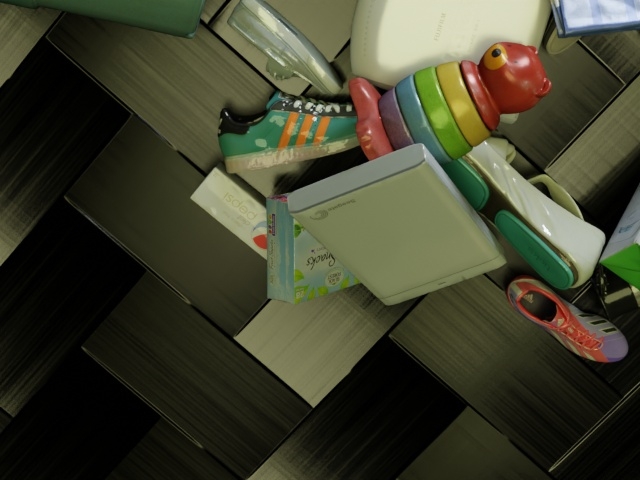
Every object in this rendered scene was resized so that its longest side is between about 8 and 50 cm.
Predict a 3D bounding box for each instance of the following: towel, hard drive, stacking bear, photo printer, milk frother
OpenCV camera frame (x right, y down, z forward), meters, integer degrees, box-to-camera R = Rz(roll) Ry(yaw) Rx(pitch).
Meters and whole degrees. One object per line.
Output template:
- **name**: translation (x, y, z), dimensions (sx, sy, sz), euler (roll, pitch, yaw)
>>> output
- **towel**: translation (0.447, -0.453, 1.786), dimensions (0.209, 0.034, 0.284), euler (-8, 71, -1)
- **hard drive**: translation (0.133, -0.014, 1.838), dimensions (0.233, 0.047, 0.353), euler (-21, 144, 20)
- **stacking bear**: translation (0.212, -0.214, 1.762), dimensions (0.289, 0.175, 0.164), euler (-24, 134, 17)
- **photo printer**: translation (0.208, -0.352, 1.861), dimensions (0.308, 0.107, 0.256), euler (16, 104, -1)
- **milk frother**: translation (0.531, 0.062, 1.925), dimensions (0.135, 0.143, 0.129), euler (-25, 95, 10)

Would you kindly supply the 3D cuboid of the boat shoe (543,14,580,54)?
- **boat shoe**: translation (0.424, -0.406, 1.871), dimensions (0.065, 0.075, 0.206), euler (44, 113, 36)

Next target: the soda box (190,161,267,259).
- **soda box**: translation (-0.118, -0.040, 1.975), dimensions (0.216, 0.069, 0.074), euler (39, 103, -7)

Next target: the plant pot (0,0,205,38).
- **plant pot**: translation (-0.322, -0.485, 1.764), dimensions (0.334, 0.341, 0.341), euler (15, 104, -9)

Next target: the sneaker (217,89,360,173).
- **sneaker**: translation (-0.028, -0.201, 1.911), dimensions (0.302, 0.108, 0.121), euler (-13, 102, 4)

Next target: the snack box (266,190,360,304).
- **snack box**: translation (0.000, 0.000, 1.911), dimensions (0.070, 0.207, 0.174), euler (12, 107, 40)

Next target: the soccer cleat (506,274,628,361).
- **soccer cleat**: translation (0.432, 0.146, 1.975), dimensions (0.248, 0.095, 0.083), euler (34, 103, -5)

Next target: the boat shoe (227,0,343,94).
- **boat shoe**: translation (-0.062, -0.315, 1.907), dimensions (0.227, 0.079, 0.081), euler (44, 109, -1)

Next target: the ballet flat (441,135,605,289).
- **ballet flat**: translation (0.314, -0.087, 1.905), dimensions (0.400, 0.139, 0.139), euler (44, 103, 10)

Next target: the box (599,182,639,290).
- **box**: translation (0.636, 0.003, 1.861), dimensions (0.262, 0.127, 0.231), euler (34, 67, -5)
